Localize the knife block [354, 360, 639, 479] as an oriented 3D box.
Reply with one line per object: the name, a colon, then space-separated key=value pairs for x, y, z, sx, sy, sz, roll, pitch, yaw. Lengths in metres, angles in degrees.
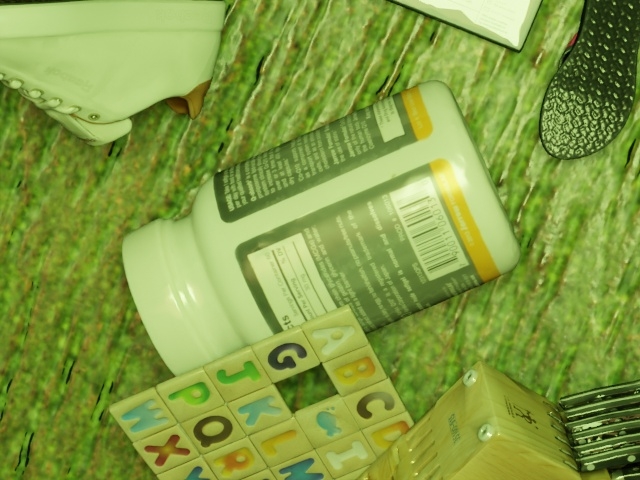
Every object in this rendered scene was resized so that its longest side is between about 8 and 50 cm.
knife block: x=0.175 y=0.212 z=1.268 sx=0.242 sy=0.088 sz=0.275 roll=32 pitch=116 yaw=-24

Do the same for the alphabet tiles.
alphabet tiles: x=-0.023 y=0.169 z=1.271 sx=0.198 sy=0.009 sz=0.237 roll=-24 pitch=127 yaw=7

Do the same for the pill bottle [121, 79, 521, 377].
pill bottle: x=0.000 y=0.000 z=1.254 sx=0.278 sy=0.162 sz=0.162 roll=-23 pitch=90 yaw=8

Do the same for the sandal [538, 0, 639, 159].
sandal: x=0.221 y=-0.143 z=1.287 sx=0.067 sy=0.040 sz=0.179 roll=19 pitch=81 yaw=0

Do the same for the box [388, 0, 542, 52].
box: x=0.127 y=-0.261 z=1.287 sx=0.145 sy=0.038 sz=0.186 roll=23 pitch=94 yaw=5

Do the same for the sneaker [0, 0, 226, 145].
sneaker: x=-0.198 y=-0.126 z=1.208 sx=0.290 sy=0.106 sz=0.123 roll=-3 pitch=109 yaw=-35
